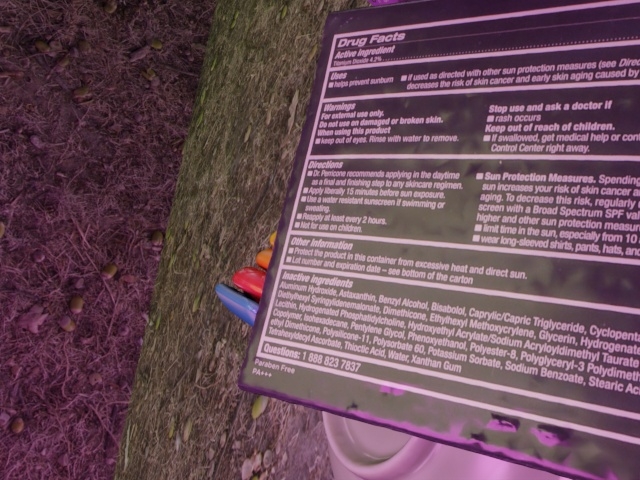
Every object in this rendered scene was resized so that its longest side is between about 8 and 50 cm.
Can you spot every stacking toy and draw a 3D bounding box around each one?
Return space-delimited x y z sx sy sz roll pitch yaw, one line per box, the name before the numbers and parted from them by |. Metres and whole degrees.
stacking toy | 0.000 0.000 0.916 0.302 0.175 0.166 -62 27 -6

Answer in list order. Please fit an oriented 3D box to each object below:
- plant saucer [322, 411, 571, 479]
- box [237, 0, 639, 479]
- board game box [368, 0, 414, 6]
plant saucer | 0.095 0.136 0.663 0.400 0.100 0.400 -42 39 46
box | 0.137 -0.004 0.459 0.296 0.183 0.294 6 78 34
board game box | 0.092 -0.335 0.702 0.208 0.347 0.056 -16 41 58
